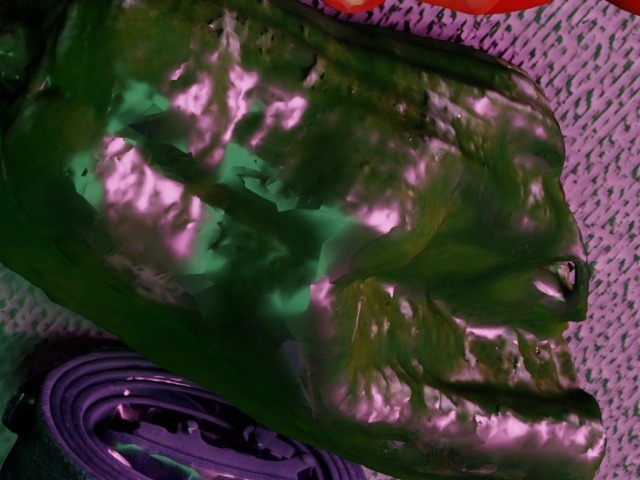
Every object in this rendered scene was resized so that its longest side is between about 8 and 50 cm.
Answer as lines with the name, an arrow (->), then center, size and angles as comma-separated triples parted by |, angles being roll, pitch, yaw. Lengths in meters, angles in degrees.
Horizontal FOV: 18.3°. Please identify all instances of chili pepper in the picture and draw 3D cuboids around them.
chili pepper -> 0.004, 0.003, 0.932 | 0.385, 0.167, 0.213 | 29, 120, -28

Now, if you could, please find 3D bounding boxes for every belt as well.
belt -> -0.075, 0.128, 1.030 | 0.190, 0.141, 0.082 | 18, 120, -20

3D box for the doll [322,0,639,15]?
doll -> 0.155, -0.186, 0.816 | 0.363, 0.160, 0.182 | -25, 126, 13
